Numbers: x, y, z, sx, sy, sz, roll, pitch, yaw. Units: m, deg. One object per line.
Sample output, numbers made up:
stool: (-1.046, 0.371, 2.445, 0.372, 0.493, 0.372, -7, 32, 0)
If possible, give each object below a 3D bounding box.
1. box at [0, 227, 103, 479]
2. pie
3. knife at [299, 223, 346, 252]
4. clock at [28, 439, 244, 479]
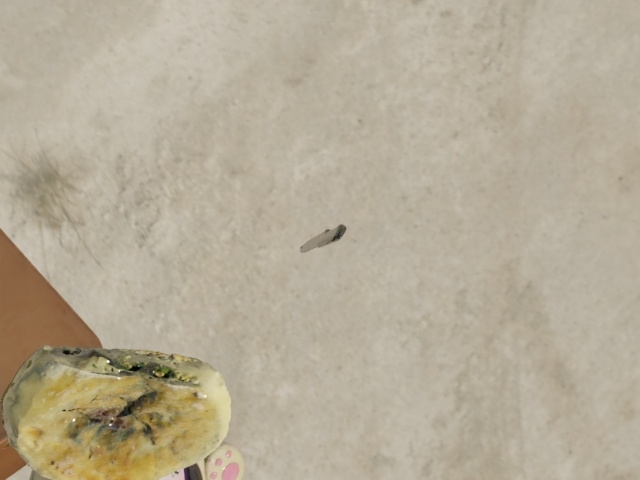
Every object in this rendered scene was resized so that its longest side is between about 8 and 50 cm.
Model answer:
box: (-0.472, 0.138, 1.328, 0.239, 0.339, 0.229, -34, 166, -43)
pie: (-0.198, 0.175, 1.051, 0.218, 0.052, 0.185, 8, 129, -23)
knife: (0.000, 0.000, 1.104, 0.010, 0.170, 0.023, 38, 76, -8)
clock: (-0.276, 0.369, 1.556, 0.309, 0.114, 0.284, 41, 74, -45)
